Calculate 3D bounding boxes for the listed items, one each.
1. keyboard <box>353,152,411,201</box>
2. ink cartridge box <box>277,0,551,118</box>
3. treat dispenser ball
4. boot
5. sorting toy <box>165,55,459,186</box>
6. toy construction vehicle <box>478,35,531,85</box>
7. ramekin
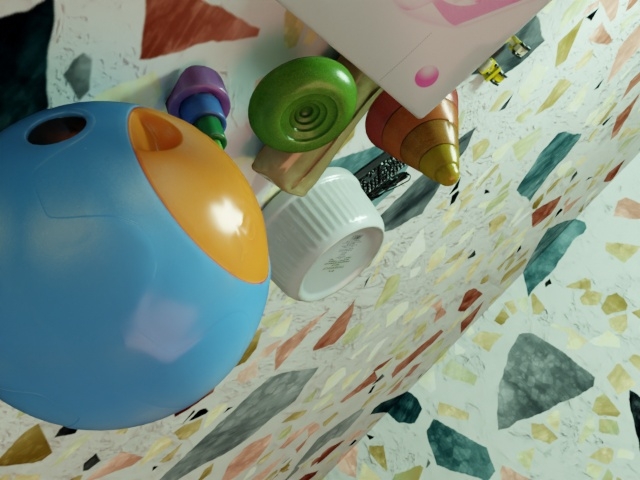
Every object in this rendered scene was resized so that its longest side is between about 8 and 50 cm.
[{"bbox_3d":[0.124,-0.116,1.303,0.192,0.038,0.100,-36,156,-16],"label":"keyboard"},{"bbox_3d":[0.085,-0.287,0.544,0.330,0.071,0.324,-42,130,21],"label":"ink cartridge box"},{"bbox_3d":[-0.188,0.021,0.696,0.288,0.288,0.288,-36,156,-19],"label":"treat dispenser ball"},{"bbox_3d":[0.011,-0.178,0.946,0.269,0.089,0.236,-48,157,13],"label":"boot"},{"bbox_3d":[0.019,-0.112,0.858,0.366,0.126,0.127,0,137,-28],"label":"sorting toy"},{"bbox_3d":[0.294,-0.300,1.283,0.086,0.035,0.098,-43,157,27],"label":"toy construction vehicle"},{"bbox_3d":[0.000,0.000,1.187,0.207,0.109,0.207,-32,154,-18],"label":"ramekin"}]
